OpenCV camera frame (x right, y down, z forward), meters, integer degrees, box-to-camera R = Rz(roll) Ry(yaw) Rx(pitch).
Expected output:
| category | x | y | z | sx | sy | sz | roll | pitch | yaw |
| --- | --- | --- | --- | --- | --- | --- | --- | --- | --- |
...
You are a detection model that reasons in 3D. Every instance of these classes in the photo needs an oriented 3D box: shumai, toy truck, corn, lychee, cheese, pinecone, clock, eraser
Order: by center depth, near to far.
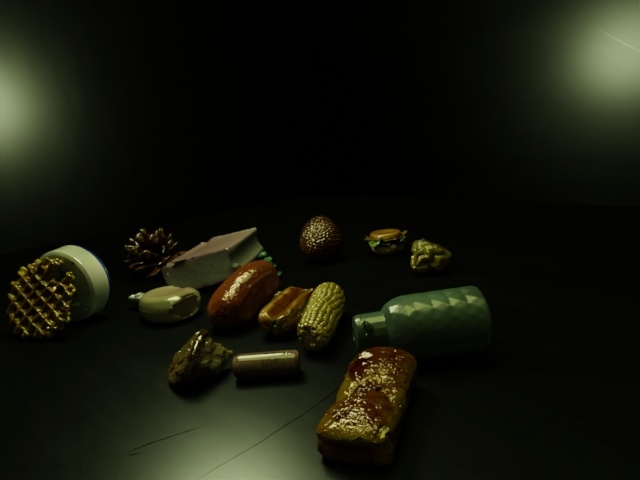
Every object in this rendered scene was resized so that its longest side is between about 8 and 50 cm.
| category | x | y | z | sx | sy | sz | roll | pitch | yaw |
| --- | --- | --- | --- | --- | --- | --- | --- | --- | --- |
| shumai | -0.269 | 0.265 | 1.007 | 0.123 | 0.105 | 0.139 | -47 | -6 | 11 |
| corn | 0.004 | 0.191 | 1.180 | 0.106 | 0.106 | 0.293 | -2 | 16 | 13 |
| clock | -0.761 | 0.132 | 1.420 | 0.230 | 0.231 | 0.083 | 0 | 14 | 20 |
| cheese | -0.496 | 0.185 | 1.426 | 0.286 | 0.082 | 0.163 | 5 | 15 | 41 |
| eraser | -0.390 | 0.069 | 1.743 | 0.272 | 0.122 | 0.359 | -14 | 12 | 9 |
| toy truck | -0.208 | 0.100 | 1.749 | 0.078 | 0.080 | 0.154 | -34 | 18 | -7 |
| pinecone | -0.672 | 0.052 | 1.849 | 0.228 | 0.201 | 0.202 | -27 | -7 | 13 |
| lychee | 0.005 | 0.000 | 1.863 | 0.194 | 0.195 | 0.194 | -5 | 12 | 1 |

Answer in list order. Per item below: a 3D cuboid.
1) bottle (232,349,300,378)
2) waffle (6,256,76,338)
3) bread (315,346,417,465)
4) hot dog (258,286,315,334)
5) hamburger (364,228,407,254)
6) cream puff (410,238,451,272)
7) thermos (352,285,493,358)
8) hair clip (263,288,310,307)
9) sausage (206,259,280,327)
| category | x | y | z | sx | sy | sz | roll | pitch | yaw |
| --- | --- | --- | --- | --- | --- | --- | --- | --- | --- |
| bottle | -0.113 | 0.263 | 0.986 | 0.140 | 0.053 | 0.053 | -4 | 12 | 1 |
| waffle | -0.797 | 0.165 | 1.326 | 0.228 | 0.232 | 0.051 | -8 | -15 | 14 |
| bread | 0.086 | 0.274 | 0.809 | 0.139 | 0.077 | 0.271 | -3 | 15 | 24 |
| hot dog | -0.080 | 0.187 | 1.276 | 0.115 | 0.072 | 0.269 | -1 | 12 | 20 |
| hamburger | 0.270 | 0.007 | 1.905 | 0.164 | 0.093 | 0.189 | 3 | 13 | 41 |
| cream puff | 0.376 | 0.063 | 1.603 | 0.146 | 0.116 | 0.146 | 24 | 5 | -2 |
| thermos | 0.212 | 0.189 | 1.022 | 0.286 | 0.145 | 0.182 | -6 | -19 | -2 |
| hair clip | -0.110 | 0.173 | 1.439 | 0.226 | 0.034 | 0.072 | -8 | 12 | -15 |
| sausage | -0.218 | 0.149 | 1.315 | 0.133 | 0.133 | 0.258 | 4 | 35 | 36 |
